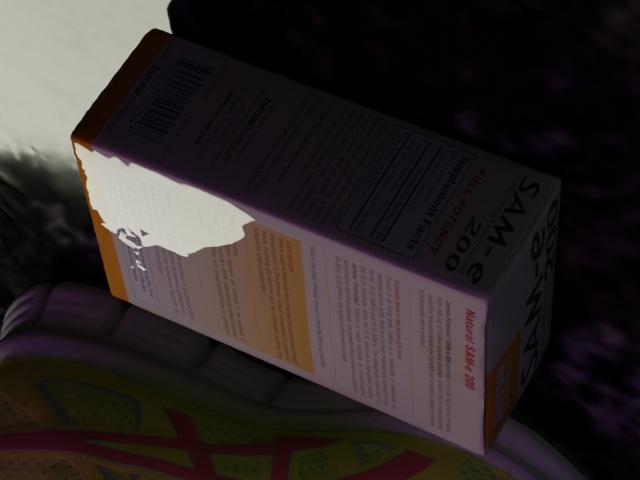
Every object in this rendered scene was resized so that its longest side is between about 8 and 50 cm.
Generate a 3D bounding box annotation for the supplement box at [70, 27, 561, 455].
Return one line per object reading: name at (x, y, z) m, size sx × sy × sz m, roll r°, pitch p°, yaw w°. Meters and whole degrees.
supplement box at (0.000, 0.000, 0.419) m, size 0.098 × 0.036 × 0.062 m, roll 22°, pitch 149°, yaw 18°

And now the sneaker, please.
sneaker at (-0.013, 0.083, 0.497) m, size 0.208 × 0.094 × 0.081 m, roll 13°, pitch 144°, yaw 28°
